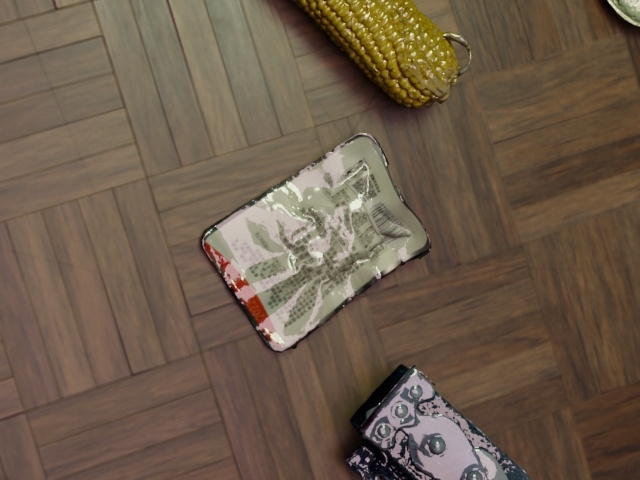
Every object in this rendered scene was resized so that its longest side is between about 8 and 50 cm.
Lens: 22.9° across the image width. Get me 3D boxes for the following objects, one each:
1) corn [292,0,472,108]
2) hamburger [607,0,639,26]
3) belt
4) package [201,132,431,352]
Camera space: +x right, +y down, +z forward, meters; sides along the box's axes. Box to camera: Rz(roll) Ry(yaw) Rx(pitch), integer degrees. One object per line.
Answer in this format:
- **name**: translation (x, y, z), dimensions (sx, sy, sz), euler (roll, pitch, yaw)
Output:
- **corn**: translation (0.038, -0.259, 1.735), dimensions (0.293, 0.106, 0.106), euler (41, 79, -11)
- **hamburger**: translation (0.389, -0.296, 1.864), dimensions (0.121, 0.054, 0.084), euler (-20, 99, -13)
- **belt**: translation (0.127, 0.250, 1.740), dimensions (0.218, 0.122, 0.128), euler (41, 80, -5)
- **package**: translation (0.000, 0.000, 1.754), dimensions (0.232, 0.040, 0.166), euler (-35, 95, -6)
